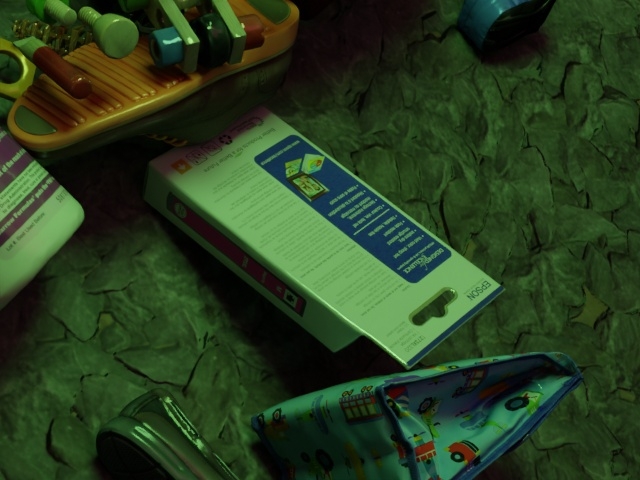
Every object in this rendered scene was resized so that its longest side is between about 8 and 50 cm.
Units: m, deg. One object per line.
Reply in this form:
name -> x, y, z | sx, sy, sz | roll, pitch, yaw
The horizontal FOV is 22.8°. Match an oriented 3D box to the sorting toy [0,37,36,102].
sorting toy -> -0.459, -0.223, 1.619 | 0.347, 0.047, 0.196 | 31, 58, -16

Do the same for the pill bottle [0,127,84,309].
pill bottle -> -0.385, -0.070, 1.503 | 0.301, 0.169, 0.169 | 45, 52, -10

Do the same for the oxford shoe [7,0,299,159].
oxford shoe -> -0.163, -0.142, 1.651 | 0.363, 0.133, 0.130 | -27, 48, -35

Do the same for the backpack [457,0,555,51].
backpack -> 0.234, -0.306, 2.068 | 0.120, 0.098, 0.101 | -31, 65, -30

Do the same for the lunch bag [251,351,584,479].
lunch bag -> 0.116, 0.178, 1.666 | 0.293, 0.221, 0.138 | -23, 92, -40

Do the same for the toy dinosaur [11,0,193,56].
toy dinosaur -> -0.177, -0.256, 1.746 | 0.322, 0.164, 0.218 | -21, 105, -57

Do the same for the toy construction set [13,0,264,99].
toy construction set -> -0.189, -0.293, 1.584 | 0.309, 0.237, 0.257 | -42, 132, -11

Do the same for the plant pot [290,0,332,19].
plant pot -> -0.009, -0.418, 1.771 | 0.267, 0.267, 0.236 | 49, 10, -8

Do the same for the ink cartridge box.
ink cartridge box -> 0.000, 0.000, 1.697 | 0.371, 0.069, 0.176 | 36, 47, 22

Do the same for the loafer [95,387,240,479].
loafer -> -0.087, 0.269, 1.578 | 0.302, 0.109, 0.095 | 45, 47, -2
